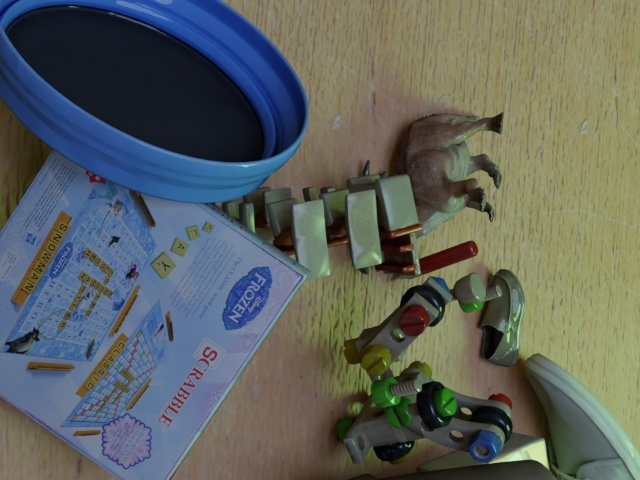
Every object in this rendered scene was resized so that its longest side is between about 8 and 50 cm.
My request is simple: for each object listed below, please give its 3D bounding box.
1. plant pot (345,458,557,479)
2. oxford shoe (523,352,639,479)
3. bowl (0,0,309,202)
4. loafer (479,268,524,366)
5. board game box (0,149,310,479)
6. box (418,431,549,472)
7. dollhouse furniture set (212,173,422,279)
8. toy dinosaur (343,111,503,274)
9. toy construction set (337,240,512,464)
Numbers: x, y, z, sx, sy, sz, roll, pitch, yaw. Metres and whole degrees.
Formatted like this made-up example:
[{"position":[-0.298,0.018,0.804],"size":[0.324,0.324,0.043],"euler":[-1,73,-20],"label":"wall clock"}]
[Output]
[{"position":[0.190,0.425,1.680],"size":[0.280,0.323,0.323],"euler":[-19,100,-11],"label":"plant pot"},{"position":[0.423,0.364,1.961],"size":[0.130,0.169,0.449],"euler":[-35,109,-5],"label":"oxford shoe"},{"position":[-0.202,-0.193,1.494],"size":[0.391,0.391,0.077],"euler":[11,129,-30],"label":"bowl"},{"position":[0.268,0.116,1.917],"size":[0.050,0.056,0.148],"euler":[-3,91,-37],"label":"loafer"},{"position":[-0.229,0.078,1.475],"size":[0.318,0.066,0.319],"euler":[35,97,3],"label":"board game box"},{"position":[0.247,0.369,1.886],"size":[0.170,0.091,0.130],"euler":[-16,99,-30],"label":"box"},{"position":[0.000,0.000,1.643],"size":[0.259,0.262,0.135],"euler":[-12,99,-31],"label":"dollhouse furniture set"},{"position":[0.148,-0.099,1.820],"size":[0.127,0.200,0.296],"euler":[78,24,-53],"label":"toy dinosaur"},{"position":[0.111,0.163,1.756],"size":[0.257,0.237,0.309],"euler":[44,41,-34],"label":"toy construction set"}]
